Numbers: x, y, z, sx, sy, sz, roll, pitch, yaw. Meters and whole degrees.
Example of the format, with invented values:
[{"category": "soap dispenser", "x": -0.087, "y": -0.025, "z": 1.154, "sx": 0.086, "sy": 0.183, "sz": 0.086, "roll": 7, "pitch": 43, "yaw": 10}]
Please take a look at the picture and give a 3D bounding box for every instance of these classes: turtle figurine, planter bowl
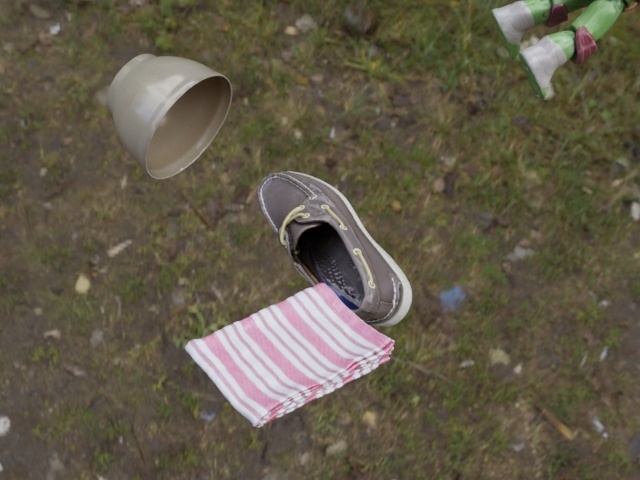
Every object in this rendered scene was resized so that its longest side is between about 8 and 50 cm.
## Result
[{"category": "turtle figurine", "x": 0.368, "y": -0.271, "z": 1.213, "sx": 0.266, "sy": 0.274, "sz": 0.198, "roll": -28, "pitch": 82, "yaw": 8}, {"category": "planter bowl", "x": -0.210, "y": -0.176, "z": 1.282, "sx": 0.109, "sy": 0.162, "sz": 0.162, "roll": 37, "pitch": 58, "yaw": 16}]

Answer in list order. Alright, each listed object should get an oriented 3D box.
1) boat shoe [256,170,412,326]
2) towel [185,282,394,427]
[{"category": "boat shoe", "x": 0.000, "y": 0.000, "z": 1.425, "sx": 0.096, "sy": 0.116, "sz": 0.324, "roll": 12, "pitch": 30, "yaw": -52}, {"category": "towel", "x": -0.034, "y": 0.119, "z": 1.087, "sx": 0.197, "sy": 0.029, "sz": 0.144, "roll": -23, "pitch": 43, "yaw": -31}]
